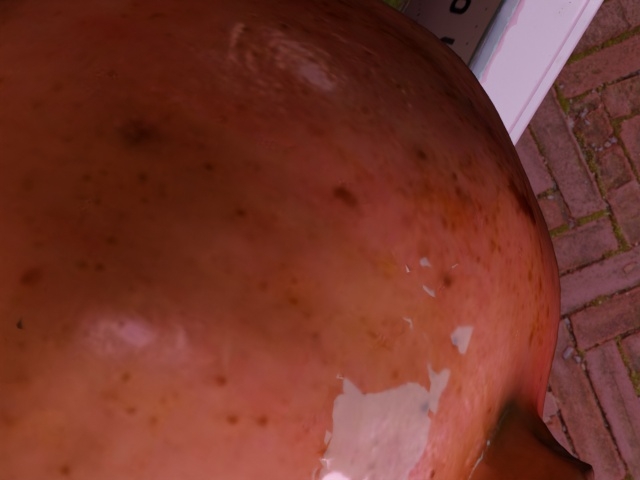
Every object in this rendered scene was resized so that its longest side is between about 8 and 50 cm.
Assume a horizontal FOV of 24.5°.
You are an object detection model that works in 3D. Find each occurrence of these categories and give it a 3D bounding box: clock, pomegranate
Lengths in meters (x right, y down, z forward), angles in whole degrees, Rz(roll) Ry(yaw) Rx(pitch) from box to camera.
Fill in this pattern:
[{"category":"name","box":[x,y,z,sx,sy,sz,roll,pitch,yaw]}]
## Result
[{"category":"clock","box":[0.075,-0.131,1.043,0.231,0.116,0.262,-63,-152,2]},{"category":"pomegranate","box":[-0.039,0.057,0.569,0.338,0.338,0.338,22,90,-82]}]

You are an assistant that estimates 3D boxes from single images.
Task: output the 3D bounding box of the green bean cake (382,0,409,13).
[{"category":"green bean cake","box":[-0.016,-0.149,0.867,0.222,0.124,0.248,87,25,-72]}]
